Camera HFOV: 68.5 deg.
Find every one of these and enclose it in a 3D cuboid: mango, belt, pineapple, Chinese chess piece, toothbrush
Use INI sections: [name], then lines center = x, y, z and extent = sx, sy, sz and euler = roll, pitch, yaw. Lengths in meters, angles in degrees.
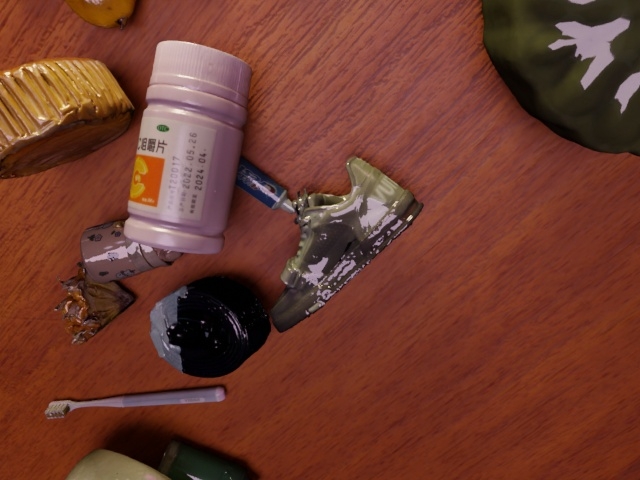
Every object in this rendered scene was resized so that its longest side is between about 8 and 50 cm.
[mango]
center = -0.303, -0.363, 0.612
extent = 0.101, 0.066, 0.188
euler = -18, 98, 10
[belt]
center = -0.181, 0.134, 0.739
extent = 0.198, 0.078, 0.151
euler = -12, 102, 29
[pineapple]
center = -0.359, 0.096, 0.760
extent = 0.069, 0.116, 0.137
euler = -31, 62, 36
[Chinese chess piece]
center = -0.335, 0.475, 0.831
extent = 0.250, 0.101, 0.250
euler = 15, 135, 16
[toothbrush]
center = -0.338, 0.292, 0.853
extent = 0.342, 0.030, 0.025
euler = -7, 112, 5

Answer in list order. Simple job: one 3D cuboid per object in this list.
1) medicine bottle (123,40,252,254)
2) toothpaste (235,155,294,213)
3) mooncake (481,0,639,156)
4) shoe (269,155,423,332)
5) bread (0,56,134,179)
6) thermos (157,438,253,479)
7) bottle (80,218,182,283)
[medicine bottle]
center = -0.171, -0.115, 0.619
extent = 0.133, 0.133, 0.250
euler = 13, 94, 1
[toothpaste]
center = -0.118, -0.100, 0.699
extent = 0.197, 0.035, 0.057
euler = 35, 98, -4
[mooncake]
center = 0.366, -0.278, 0.519
extent = 0.351, 0.187, 0.351
euler = 2, 110, 6
[shoe]
center = -0.001, 0.000, 0.693
extent = 0.293, 0.109, 0.149
euler = -43, 90, 18
[bread]
center = -0.355, -0.164, 0.614
extent = 0.199, 0.199, 0.104
euler = -27, 101, 13
[thermos]
center = -0.206, 0.440, 0.869
extent = 0.187, 0.073, 0.083
euler = 23, 108, -3
[bottle]
center = -0.274, 0.003, 0.721
extent = 0.152, 0.099, 0.099
euler = -16, 107, 1
